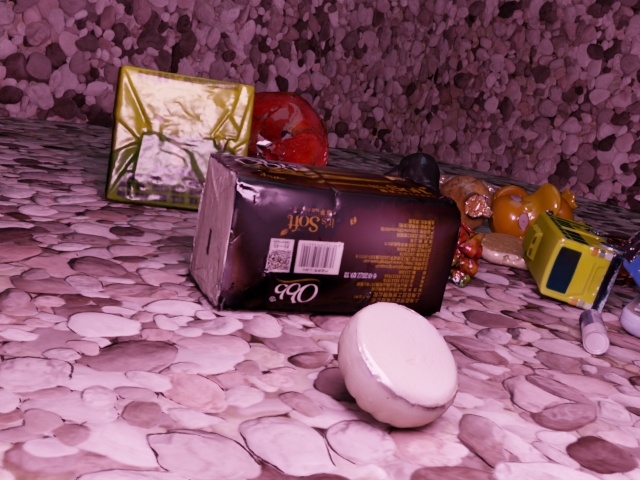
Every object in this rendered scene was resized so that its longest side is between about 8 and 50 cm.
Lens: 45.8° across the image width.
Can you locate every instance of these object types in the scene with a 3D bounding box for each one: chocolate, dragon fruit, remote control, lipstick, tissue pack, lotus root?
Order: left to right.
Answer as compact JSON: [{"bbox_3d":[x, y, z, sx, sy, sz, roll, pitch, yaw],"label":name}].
[{"bbox_3d":[-0.314,-0.215,1.682,0.301,0.289,0.137,6,2,-20],"label":"chocolate"},{"bbox_3d":[-0.124,-0.237,1.947,0.295,0.295,0.302,11,27,5],"label":"dragon fruit"},{"bbox_3d":[0.000,0.000,1.141,0.370,0.210,0.198,6,19,-25],"label":"tissue pack"},{"bbox_3d":[0.246,0.015,1.463,0.138,0.142,0.175,42,23,-24],"label":"dragon fruit"},{"bbox_3d":[0.357,-0.088,1.961,0.140,0.154,0.257,32,-7,-4],"label":"lotus root"},{"bbox_3d":[0.435,0.143,1.210,0.040,0.040,0.141,13,13,14],"label":"lipstick"},{"bbox_3d":[0.600,0.135,1.364,0.087,0.047,0.244,20,16,30],"label":"remote control"}]

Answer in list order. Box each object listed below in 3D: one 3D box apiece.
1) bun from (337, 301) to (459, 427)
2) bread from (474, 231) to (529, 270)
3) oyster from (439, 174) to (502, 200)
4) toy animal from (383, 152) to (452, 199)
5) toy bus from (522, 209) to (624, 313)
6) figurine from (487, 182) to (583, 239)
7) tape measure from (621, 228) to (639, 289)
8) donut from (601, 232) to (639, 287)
[{"bbox_3d":[0.071,0.142,0.809,0.138,0.094,0.138,24,40,-22],"label":"bun"},{"bbox_3d":[0.425,0.021,1.760,0.182,0.039,0.251,11,13,13],"label":"bread"},{"bbox_3d":[0.461,-0.132,2.405,0.396,0.111,0.204,12,-5,12],"label":"oyster"},{"bbox_3d":[0.242,-0.097,1.863,0.106,0.168,0.343,40,19,-24],"label":"toy animal"},{"bbox_3d":[0.489,0.033,1.501,0.150,0.128,0.262,18,15,2],"label":"toy bus"},{"bbox_3d":[0.557,-0.056,1.960,0.215,0.215,0.228,22,0,44],"label":"figurine"},{"bbox_3d":[0.683,0.129,1.292,0.351,0.098,0.215,27,27,-18],"label":"tape measure"},{"bbox_3d":[0.681,0.044,1.736,0.216,0.096,0.230,15,13,33],"label":"donut"}]
